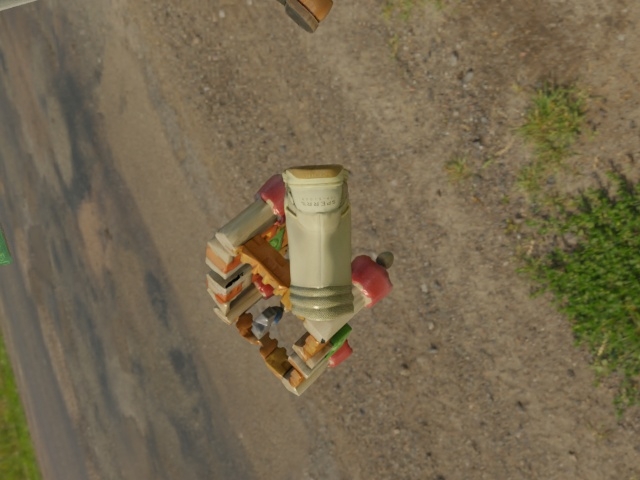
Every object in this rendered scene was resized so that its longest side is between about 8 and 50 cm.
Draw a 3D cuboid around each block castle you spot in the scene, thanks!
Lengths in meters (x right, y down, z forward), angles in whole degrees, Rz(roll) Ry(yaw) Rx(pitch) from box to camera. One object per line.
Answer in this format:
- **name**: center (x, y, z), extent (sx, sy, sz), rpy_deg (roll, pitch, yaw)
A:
- **block castle**: center (-0.044, 0.091, 1.373), extent (0.303, 0.213, 0.453), rpy_deg (43, 156, 12)

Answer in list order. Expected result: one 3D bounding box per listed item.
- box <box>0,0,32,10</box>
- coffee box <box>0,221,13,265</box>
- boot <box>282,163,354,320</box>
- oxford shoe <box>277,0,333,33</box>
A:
- **box**: center (-0.471, -0.277, 0.631), extent (0.168, 0.345, 0.215), rpy_deg (4, 120, 33)
- **coffee box**: center (-0.455, -0.001, 0.883), extent (0.184, 0.113, 0.040), rpy_deg (133, 121, -67)
- **boot**: center (0.000, 0.000, 0.967), extent (0.262, 0.095, 0.204), rpy_deg (-113, 20, -86)
- **oxford shoe**: center (-0.067, -0.452, 1.192), extent (0.212, 0.076, 0.076), rpy_deg (42, 178, -13)
